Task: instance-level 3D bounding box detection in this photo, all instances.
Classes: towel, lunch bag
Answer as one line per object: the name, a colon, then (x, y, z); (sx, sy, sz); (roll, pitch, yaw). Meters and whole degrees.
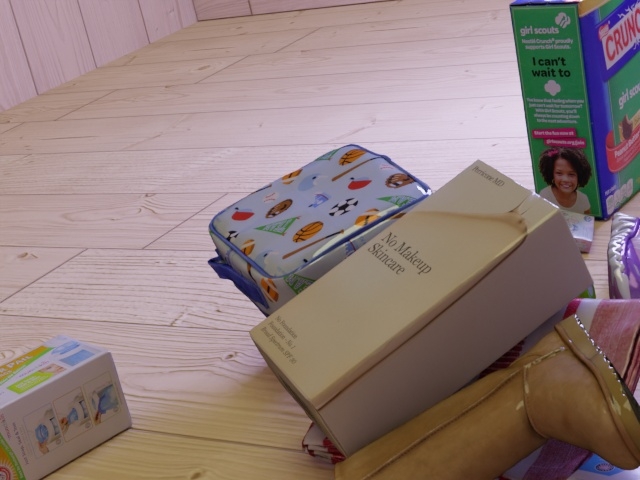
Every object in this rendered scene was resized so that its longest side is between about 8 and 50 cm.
towel: (0.157, 0.141, 1.293); (0.329, 0.037, 0.237); (2, 48, 37)
lunch bag: (0.000, 0.000, 1.499); (0.243, 0.115, 0.303); (-31, 23, -11)

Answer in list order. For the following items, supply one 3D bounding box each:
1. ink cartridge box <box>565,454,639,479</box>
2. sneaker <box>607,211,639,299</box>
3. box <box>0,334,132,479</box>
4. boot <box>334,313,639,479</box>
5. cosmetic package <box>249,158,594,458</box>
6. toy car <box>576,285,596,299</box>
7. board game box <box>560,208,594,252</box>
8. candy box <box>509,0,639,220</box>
ink cartridge box: (0.227, 0.249, 1.046); (0.104, 0.060, 0.180); (7, 28, 46)
sneaker: (0.391, 0.031, 1.499); (0.104, 0.095, 0.236); (1, 22, 16)
box: (-0.339, 0.203, 1.466); (0.203, 0.103, 0.114); (-28, 25, -36)
boot: (0.146, 0.192, 1.110); (0.269, 0.089, 0.236); (-33, 12, 6)
cosmetic package: (0.101, 0.069, 1.299); (0.309, 0.113, 0.160); (-38, 34, -9)
toy car: (0.209, 0.084, 1.415); (0.155, 0.149, 0.188); (-18, 28, 25)
board game box: (0.323, -0.018, 1.726); (0.090, 0.020, 0.090); (13, 25, 9)
candy box: (0.400, -0.226, 1.842); (0.122, 0.317, 0.268); (3, 26, 38)
